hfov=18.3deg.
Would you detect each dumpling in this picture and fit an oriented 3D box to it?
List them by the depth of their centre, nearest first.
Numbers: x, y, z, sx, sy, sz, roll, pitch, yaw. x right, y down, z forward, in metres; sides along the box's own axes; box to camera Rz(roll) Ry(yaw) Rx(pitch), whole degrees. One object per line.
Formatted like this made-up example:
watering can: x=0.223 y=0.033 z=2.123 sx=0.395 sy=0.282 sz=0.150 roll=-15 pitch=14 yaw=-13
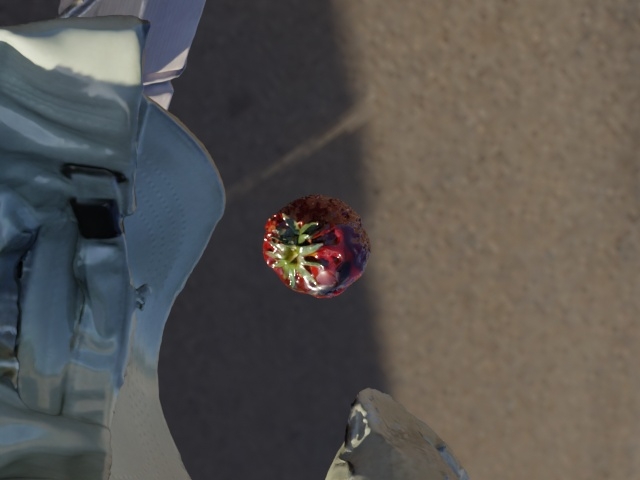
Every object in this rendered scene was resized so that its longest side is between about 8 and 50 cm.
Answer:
dumpling: x=0.102 y=0.283 z=1.901 sx=0.227 sy=0.175 sz=0.243 roll=18 pitch=87 yaw=-49

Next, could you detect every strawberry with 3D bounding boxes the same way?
strawberry: x=0.000 y=0.001 z=1.808 sx=0.106 sy=0.106 sz=0.106 roll=-28 pitch=153 yaw=-15

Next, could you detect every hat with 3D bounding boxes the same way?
hat: x=-0.148 y=0.038 z=1.002 sx=0.168 sy=0.257 sz=0.301 roll=3 pitch=168 yaw=15

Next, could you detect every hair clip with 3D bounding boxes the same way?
hair clip: x=-0.130 y=-0.183 z=1.441 sx=0.085 sy=0.101 sz=0.330 roll=-20 pitch=141 yaw=-43
